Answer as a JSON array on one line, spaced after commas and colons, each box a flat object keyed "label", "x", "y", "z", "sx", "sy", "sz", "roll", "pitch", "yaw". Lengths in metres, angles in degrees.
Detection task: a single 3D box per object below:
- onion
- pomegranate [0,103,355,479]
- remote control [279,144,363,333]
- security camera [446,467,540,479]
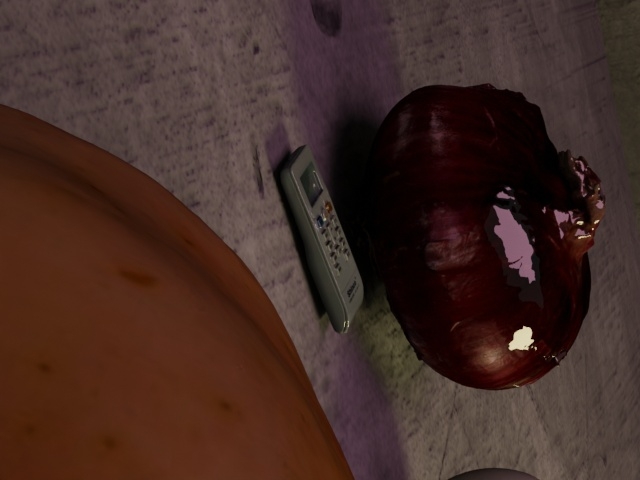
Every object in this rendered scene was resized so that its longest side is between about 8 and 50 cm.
[{"label": "onion", "x": 0.168, "y": -0.005, "z": 1.792, "sx": 0.314, "sy": 0.232, "sz": 0.314, "roll": -11, "pitch": 90, "yaw": -70}, {"label": "pomegranate", "x": -0.180, "y": 0.141, "z": 0.621, "sx": 0.411, "sy": 0.411, "sz": 0.412, "roll": -9, "pitch": 90, "yaw": -70}, {"label": "remote control", "x": 0.000, "y": 0.000, "z": 1.632, "sx": 0.061, "sy": 0.029, "sz": 0.162, "roll": -60, "pitch": 132, "yaw": -63}, {"label": "security camera", "x": 0.153, "y": 0.323, "z": 1.691, "sx": 0.194, "sy": 0.194, "sz": 0.236, "roll": 54, "pitch": 28, "yaw": -51}]
